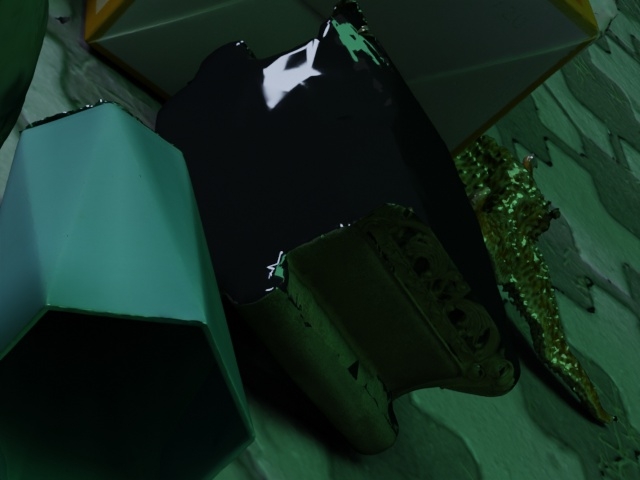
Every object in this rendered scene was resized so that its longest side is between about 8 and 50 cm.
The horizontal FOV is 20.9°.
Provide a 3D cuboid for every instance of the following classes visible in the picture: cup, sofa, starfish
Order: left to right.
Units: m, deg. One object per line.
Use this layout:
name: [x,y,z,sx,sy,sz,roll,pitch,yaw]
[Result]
cup: [-0.122,0.024,0.925,0.236,0.134,0.148,-106,179,-55]
sofa: [0.000,0.000,1.169,0.200,0.182,0.258,52,18,-40]
starfish: [0.158,-0.028,1.484,0.301,0.084,0.293,47,15,-38]

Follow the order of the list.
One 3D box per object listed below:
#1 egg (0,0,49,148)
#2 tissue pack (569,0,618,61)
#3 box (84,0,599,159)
egg: [-0.279,-0.126,0.622,0.428,0.345,0.345,31,29,-50]
tissue pack: [0.120,-0.256,1.636,0.271,0.201,0.124,36,38,-25]
box: [0.010,-0.207,1.313,0.283,0.259,0.214,36,28,-27]
